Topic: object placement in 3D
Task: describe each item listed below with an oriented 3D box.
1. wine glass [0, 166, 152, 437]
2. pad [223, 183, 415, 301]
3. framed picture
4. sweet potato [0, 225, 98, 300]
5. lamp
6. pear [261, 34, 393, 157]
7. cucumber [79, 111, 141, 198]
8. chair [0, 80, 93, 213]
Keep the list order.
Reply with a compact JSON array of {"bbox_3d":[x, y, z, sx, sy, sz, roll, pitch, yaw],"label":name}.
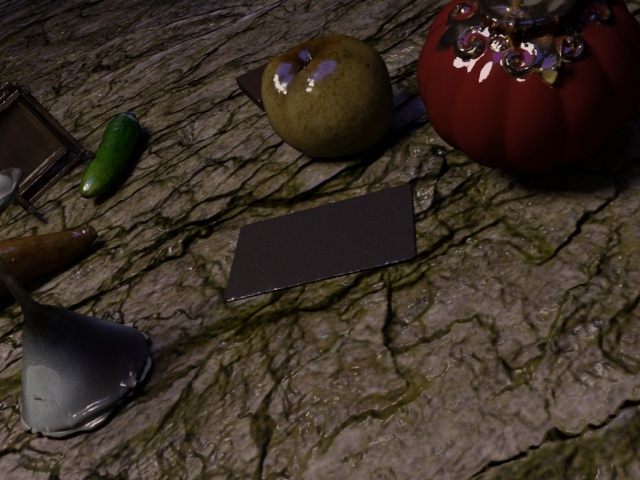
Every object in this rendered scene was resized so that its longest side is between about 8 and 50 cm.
[{"bbox_3d":[-0.275,0.056,0.715,0.156,0.232,0.156,-16,34,11],"label":"wine glass"},{"bbox_3d":[0.000,0.000,0.842,0.211,0.003,0.143,-13,34,14],"label":"pad"},{"bbox_3d":[-0.042,-0.271,1.230,0.168,0.023,0.128,-28,34,-8],"label":"framed picture"},{"bbox_3d":[-0.401,0.037,0.964,0.243,0.077,0.077,-32,34,-21],"label":"sweet potato"},{"bbox_3d":[0.213,-0.169,0.781,0.226,0.227,0.227,-15,34,11],"label":"lamp"},{"bbox_3d":[0.012,-0.184,0.972,0.167,0.137,0.167,-18,37,14],"label":"pear"},{"bbox_3d":[-0.315,-0.142,1.178,0.056,0.056,0.250,-13,37,14],"label":"cucumber"},{"bbox_3d":[-0.472,-0.152,1.176,0.141,0.154,0.260,-48,29,-14],"label":"chair"}]
